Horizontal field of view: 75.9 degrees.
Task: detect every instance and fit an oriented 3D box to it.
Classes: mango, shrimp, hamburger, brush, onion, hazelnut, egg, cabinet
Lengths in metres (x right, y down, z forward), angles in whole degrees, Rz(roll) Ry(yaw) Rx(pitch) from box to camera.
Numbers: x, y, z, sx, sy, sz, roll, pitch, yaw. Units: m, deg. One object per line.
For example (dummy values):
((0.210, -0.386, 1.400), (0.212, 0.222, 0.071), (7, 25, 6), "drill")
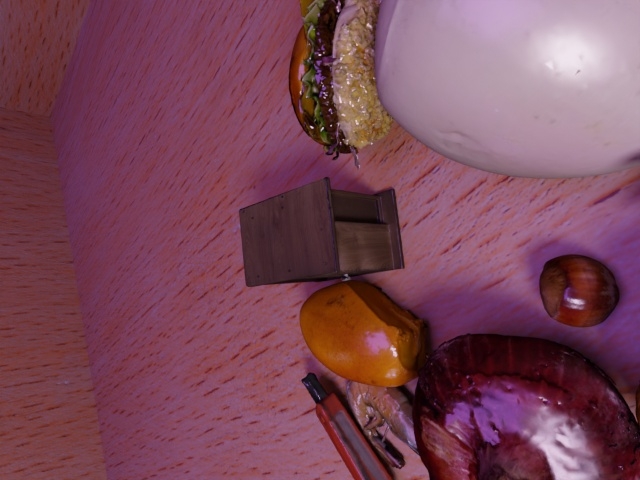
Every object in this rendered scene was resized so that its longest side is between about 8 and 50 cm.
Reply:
((0.057, 0.146, 0.677), (0.252, 0.126, 0.153), (15, 88, 44), "mango")
((0.130, 0.313, 0.661), (0.251, 0.052, 0.143), (39, 127, 44), "shrimp")
((0.052, -0.238, 0.617), (0.139, 0.243, 0.261), (8, 100, 24), "hamburger")
((0.065, 0.365, 0.702), (0.323, 0.051, 0.070), (53, 154, 31), "brush")
((0.213, 0.227, 0.460), (0.252, 0.219, 0.251), (4, 97, 36), "onion")
((0.301, 0.059, 0.480), (0.086, 0.086, 0.086), (-1, 88, 44), "hazelnut")
((0.219, -0.205, 0.422), (0.345, 0.283, 0.282), (31, 111, 22), "egg")
((0.000, 0.000, 0.699), (0.215, 0.175, 0.148), (-14, 79, 42), "cabinet")

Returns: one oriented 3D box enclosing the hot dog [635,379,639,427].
((0.365, 0.127, 0.332), (0.099, 0.161, 0.226), (-96, 8, -45), "hot dog")
